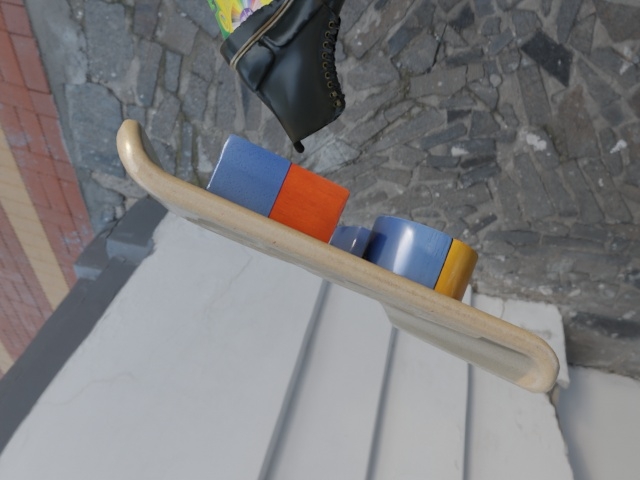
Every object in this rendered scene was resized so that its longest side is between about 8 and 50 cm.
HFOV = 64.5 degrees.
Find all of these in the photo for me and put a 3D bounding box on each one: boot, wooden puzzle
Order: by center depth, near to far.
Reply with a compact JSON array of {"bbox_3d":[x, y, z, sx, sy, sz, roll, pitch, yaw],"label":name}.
[{"bbox_3d":[0.000,0.000,0.476,0.347,0.081,0.322,28,174,-13],"label":"wooden puzzle"},{"bbox_3d":[0.011,-0.198,0.515,0.197,0.077,0.137,-33,96,28],"label":"boot"}]

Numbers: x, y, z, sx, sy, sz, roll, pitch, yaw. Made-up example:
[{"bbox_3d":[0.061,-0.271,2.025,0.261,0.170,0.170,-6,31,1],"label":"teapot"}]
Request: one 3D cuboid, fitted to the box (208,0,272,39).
[{"bbox_3d":[-0.096,-0.373,0.721,0.179,0.043,0.105,-16,101,40],"label":"box"}]
